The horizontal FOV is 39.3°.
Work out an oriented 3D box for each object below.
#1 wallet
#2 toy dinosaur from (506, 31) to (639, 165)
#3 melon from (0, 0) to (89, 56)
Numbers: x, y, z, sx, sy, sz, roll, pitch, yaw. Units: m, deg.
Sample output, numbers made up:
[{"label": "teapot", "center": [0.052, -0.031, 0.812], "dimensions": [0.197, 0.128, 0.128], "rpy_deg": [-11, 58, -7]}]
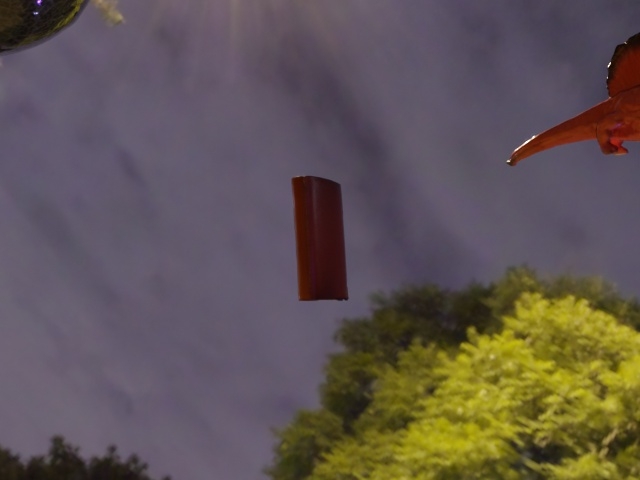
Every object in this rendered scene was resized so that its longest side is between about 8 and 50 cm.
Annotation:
[{"label": "wallet", "center": [0.000, 0.000, 1.484], "dimensions": [0.045, 0.142, 0.204], "rpy_deg": [-6, -96, 28]}, {"label": "toy dinosaur", "center": [0.336, -0.165, 1.005], "dimensions": [0.286, 0.070, 0.138], "rpy_deg": [-3, -91, 37]}, {"label": "melon", "center": [-0.331, -0.306, 0.785], "dimensions": [0.249, 0.248, 0.329], "rpy_deg": [23, -19, 24]}]
